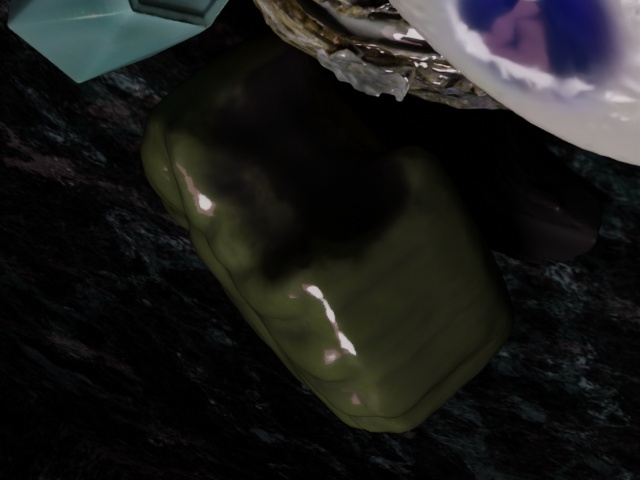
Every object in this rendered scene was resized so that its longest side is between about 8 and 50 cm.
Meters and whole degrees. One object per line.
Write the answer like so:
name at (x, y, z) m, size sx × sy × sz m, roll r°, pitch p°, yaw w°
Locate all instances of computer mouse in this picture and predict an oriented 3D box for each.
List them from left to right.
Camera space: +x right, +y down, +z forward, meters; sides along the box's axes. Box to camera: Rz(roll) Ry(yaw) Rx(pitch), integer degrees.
computer mouse at (0.134, -0.051, 0.985) m, size 0.264 × 0.088 × 0.147 m, roll 38°, pitch 155°, yaw -24°

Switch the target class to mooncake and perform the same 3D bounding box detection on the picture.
mooncake at (0.000, 0.000, 0.966) m, size 0.351 × 0.187 × 0.351 m, roll 46°, pitch 172°, yaw 8°

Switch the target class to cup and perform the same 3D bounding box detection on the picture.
cup at (-0.145, -0.207, 0.872) m, size 0.134 × 0.148 × 0.236 m, roll 4°, pitch 179°, yaw -29°

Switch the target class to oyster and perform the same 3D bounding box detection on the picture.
oyster at (0.085, -0.153, 0.739) m, size 0.351 × 0.158 × 0.162 m, roll 22°, pitch 163°, yaw -4°

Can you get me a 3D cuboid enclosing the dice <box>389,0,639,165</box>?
dice at (0.159, -0.223, 0.389) m, size 0.277 × 0.304 × 0.304 m, roll 11°, pitch 149°, yaw 32°
